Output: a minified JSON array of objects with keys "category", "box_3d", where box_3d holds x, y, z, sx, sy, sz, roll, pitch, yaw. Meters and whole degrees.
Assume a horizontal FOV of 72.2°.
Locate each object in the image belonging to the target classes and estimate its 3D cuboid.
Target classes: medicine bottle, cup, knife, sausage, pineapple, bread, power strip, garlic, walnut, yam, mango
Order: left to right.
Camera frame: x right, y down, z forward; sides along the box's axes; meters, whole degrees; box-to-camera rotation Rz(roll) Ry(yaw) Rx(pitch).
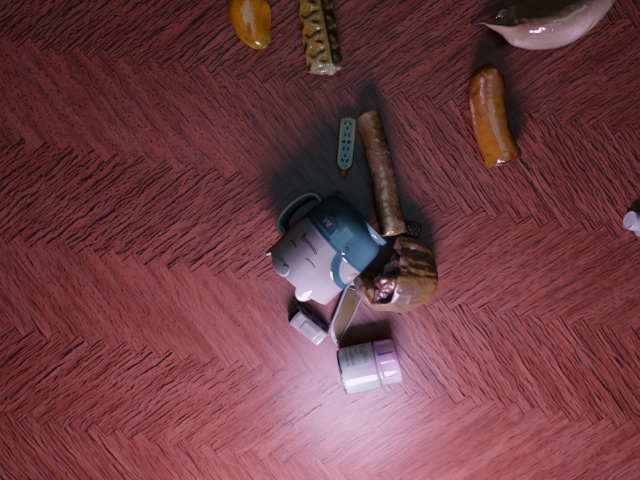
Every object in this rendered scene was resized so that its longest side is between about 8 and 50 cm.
[{"category":"mango","box_3d":[-0.190,-0.598,1.173,0.115,0.089,0.165,-1,100,-8]},{"category":"bread","box_3d":[-0.006,-0.580,1.167,0.098,0.087,0.270,-9,96,6]},{"category":"cup","box_3d":[0.000,0.000,1.189,0.257,0.219,0.290,-43,61,7]},{"category":"power strip","box_3d":[0.071,-0.260,1.234,0.049,0.028,0.178,5,98,0]},{"category":"knife","box_3d":[0.100,0.148,1.282,0.061,0.027,0.343,20,95,-16]},{"category":"medicine bottle","box_3d":[0.140,0.359,1.257,0.168,0.135,0.135,-14,97,5]},{"category":"yam","box_3d":[0.163,-0.184,1.196,0.081,0.081,0.357,-13,87,3]},{"category":"pineapple","box_3d":[0.224,-0.041,1.252,0.124,0.058,0.058,20,98,11]},{"category":"walnut","box_3d":[0.226,0.120,1.203,0.238,0.141,0.204,-44,114,13]},{"category":"sausage","box_3d":[0.459,-0.333,1.179,0.108,0.109,0.271,-14,97,3]},{"category":"garlic","box_3d":[0.597,-0.587,1.143,0.338,0.151,0.196,-30,68,12]},{"category":"medicine bottle","box_3d":[0.916,-0.043,1.221,0.117,0.055,0.074,13,98,-1]}]

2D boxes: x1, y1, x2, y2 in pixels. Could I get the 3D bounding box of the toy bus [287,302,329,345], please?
[{"category":"toy bus","box_3d":[-0.037,0.246,1.277,0.123,0.075,0.060,40,96,-4]}]
